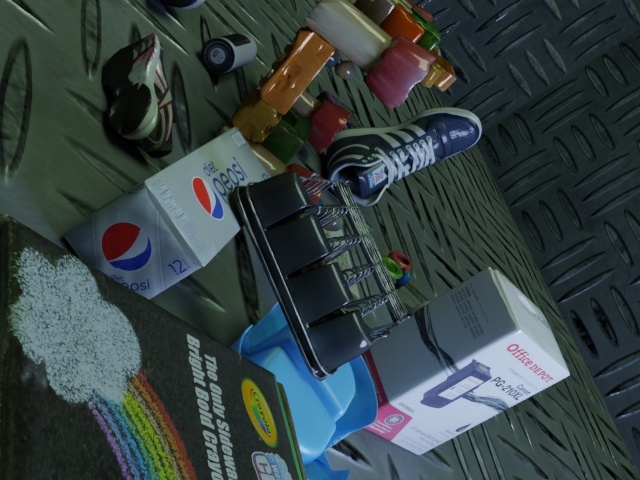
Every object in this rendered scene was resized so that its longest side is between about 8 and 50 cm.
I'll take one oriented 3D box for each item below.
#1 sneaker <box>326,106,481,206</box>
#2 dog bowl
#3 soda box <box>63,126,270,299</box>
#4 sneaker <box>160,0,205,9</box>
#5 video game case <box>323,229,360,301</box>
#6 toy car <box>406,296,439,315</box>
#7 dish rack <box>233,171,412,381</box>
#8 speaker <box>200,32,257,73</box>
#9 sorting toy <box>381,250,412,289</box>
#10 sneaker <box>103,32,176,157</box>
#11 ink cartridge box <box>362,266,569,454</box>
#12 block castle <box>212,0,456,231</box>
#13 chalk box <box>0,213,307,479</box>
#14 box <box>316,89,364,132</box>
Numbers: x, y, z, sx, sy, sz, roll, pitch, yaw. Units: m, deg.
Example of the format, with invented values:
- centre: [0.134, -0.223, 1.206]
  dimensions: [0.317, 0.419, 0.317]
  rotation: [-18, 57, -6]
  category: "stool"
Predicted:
- centre: [0.142, -0.144, 1.523]
  dimensions: [0.153, 0.282, 0.099]
  rotation: [-79, 156, -55]
  category: "sneaker"
- centre: [-0.032, 0.152, 0.870]
  dimensions: [0.166, 0.074, 0.297]
  rotation: [56, 17, -2]
  category: "dog bowl"
- centre: [-0.134, -0.031, 0.871]
  dimensions: [0.091, 0.098, 0.286]
  rotation: [56, 18, -8]
  category: "soda box"
- centre: [-0.268, -0.462, 1.246]
  dimensions: [0.293, 0.102, 0.146]
  rotation: [54, 19, -9]
  category: "sneaker"
- centre: [0.000, 0.000, 1.294]
  dimensions: [0.143, 0.019, 0.157]
  rotation: [43, 23, -38]
  category: "video game case"
- centre: [0.235, 0.158, 1.447]
  dimensions: [0.159, 0.136, 0.182]
  rotation: [60, 18, 9]
  category: "toy car"
- centre: [0.017, 0.024, 0.954]
  dimensions: [0.208, 0.074, 0.271]
  rotation: [67, 15, 4]
  category: "dish rack"
- centre: [-0.141, -0.293, 1.368]
  dimensions: [0.055, 0.055, 0.136]
  rotation: [55, 18, -7]
  category: "speaker"
- centre: [0.123, 0.055, 1.501]
  dimensions: [0.061, 0.042, 0.102]
  rotation: [45, 27, 13]
  category: "sorting toy"
- centre: [-0.200, -0.159, 0.996]
  dimensions: [0.077, 0.072, 0.178]
  rotation: [56, 22, -44]
  category: "sneaker"
- centre: [0.168, 0.159, 1.106]
  dimensions: [0.172, 0.237, 0.100]
  rotation: [36, 27, -47]
  category: "ink cartridge box"
- centre: [0.036, -0.218, 1.270]
  dimensions: [0.212, 0.303, 0.453]
  rotation: [38, 21, -8]
  category: "block castle"
- centre: [-0.118, 0.158, 0.474]
  dimensions: [0.289, 0.179, 0.180]
  rotation: [41, 23, -43]
  category: "chalk box"
- centre: [0.058, -0.235, 1.828]
  dimensions: [0.162, 0.029, 0.116]
  rotation: [22, 39, -58]
  category: "box"
